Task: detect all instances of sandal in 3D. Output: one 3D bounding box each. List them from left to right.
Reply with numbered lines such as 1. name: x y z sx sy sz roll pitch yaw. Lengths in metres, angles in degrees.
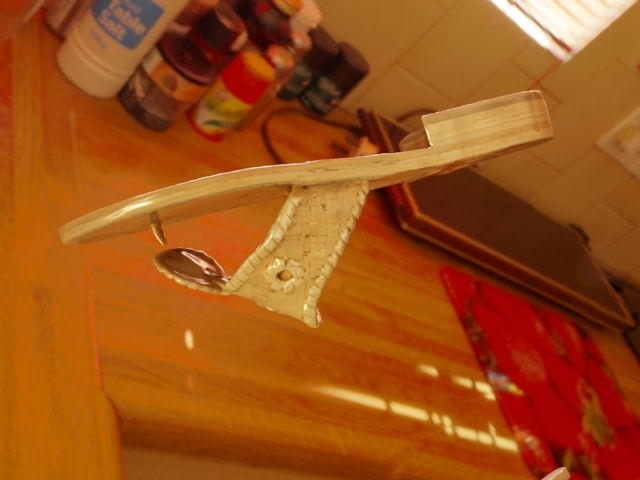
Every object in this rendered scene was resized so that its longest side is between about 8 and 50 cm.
1. sandal: 0.000 0.000 0.372 0.088 0.240 0.079 64 10 -89

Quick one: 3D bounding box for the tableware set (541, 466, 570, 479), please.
1. tableware set: 0.013 0.157 0.297 0.194 0.128 0.039 -19 72 -37
